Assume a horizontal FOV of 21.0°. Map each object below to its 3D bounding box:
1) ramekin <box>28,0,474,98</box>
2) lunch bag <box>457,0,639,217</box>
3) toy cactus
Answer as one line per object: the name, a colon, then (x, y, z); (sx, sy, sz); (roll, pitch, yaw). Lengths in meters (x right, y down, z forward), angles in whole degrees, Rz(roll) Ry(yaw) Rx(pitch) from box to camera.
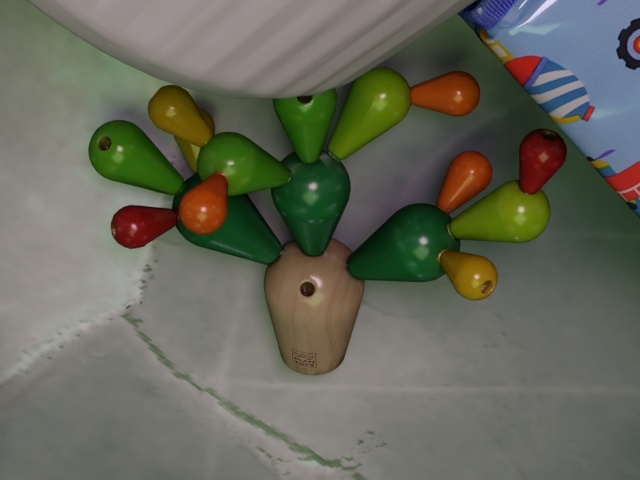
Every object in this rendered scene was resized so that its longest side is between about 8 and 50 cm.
ramekin: (-0.037, -0.172, 0.629); (0.273, 0.273, 0.127); (34, 126, -18)
lunch bag: (0.223, -0.134, 0.737); (0.293, 0.138, 0.221); (-42, 112, 9)
toy cactus: (0.000, 0.000, 0.817); (0.219, 0.112, 0.180); (0, 135, 1)
